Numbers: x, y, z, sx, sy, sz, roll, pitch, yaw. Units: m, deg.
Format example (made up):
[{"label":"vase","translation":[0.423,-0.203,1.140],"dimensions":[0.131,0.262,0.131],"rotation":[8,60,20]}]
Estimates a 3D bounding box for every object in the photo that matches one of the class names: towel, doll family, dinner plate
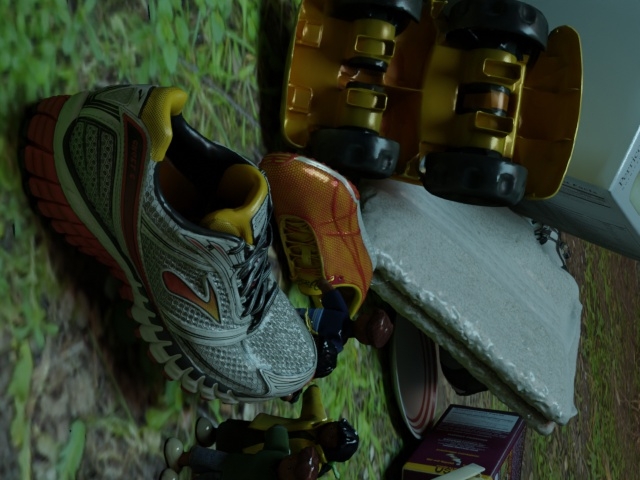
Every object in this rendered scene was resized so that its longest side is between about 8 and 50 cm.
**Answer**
[{"label":"towel","translation":[0.135,0.029,1.207],"dimensions":[0.282,0.049,0.187],"rotation":[40,39,-22]},{"label":"doll family","translation":[-0.020,0.092,0.829],"dimensions":[0.076,0.111,0.193],"rotation":[59,31,-51]},{"label":"dinner plate","translation":[0.084,0.115,1.266],"dimensions":[0.141,0.017,0.141],"rotation":[-4,90,-72]}]

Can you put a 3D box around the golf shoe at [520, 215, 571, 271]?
[{"label":"golf shoe","translation":[0.278,0.005,1.783],"dimensions":[0.198,0.077,0.093],"rotation":[-41,113,-75]}]

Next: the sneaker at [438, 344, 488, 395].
[{"label":"sneaker","translation":[0.144,0.045,1.341],"dimensions":[0.108,0.100,0.271],"rotation":[50,25,-31]}]

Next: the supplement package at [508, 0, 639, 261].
[{"label":"supplement package","translation":[0.258,-0.124,1.295],"dimensions":[0.199,0.198,0.263],"rotation":[-64,151,-4]}]

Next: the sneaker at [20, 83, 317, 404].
[{"label":"sneaker","translation":[-0.060,0.009,0.718],"dimensions":[0.225,0.093,0.088],"rotation":[53,36,-38]}]

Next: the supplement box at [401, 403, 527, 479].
[{"label":"supplement box","translation":[0.133,0.230,1.255],"dimensions":[0.188,0.081,0.104],"rotation":[-31,126,-69]}]

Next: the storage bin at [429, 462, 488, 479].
[{"label":"storage bin","translation":[0.072,0.304,0.888],"dimensions":[0.262,0.123,0.260],"rotation":[4,104,-65]}]

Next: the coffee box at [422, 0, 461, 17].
[{"label":"coffee box","translation":[0.102,-0.333,1.272],"dimensions":[0.297,0.119,0.168],"rotation":[52,37,-58]}]

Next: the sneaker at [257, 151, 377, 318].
[{"label":"sneaker","translation":[0.000,0.000,0.990],"dimensions":[0.175,0.064,0.067],"rotation":[59,42,-47]}]

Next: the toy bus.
[{"label":"toy bus","translation":[0.069,-0.107,1.076],"dimensions":[0.211,0.220,0.149],"rotation":[162,-62,-79]}]
